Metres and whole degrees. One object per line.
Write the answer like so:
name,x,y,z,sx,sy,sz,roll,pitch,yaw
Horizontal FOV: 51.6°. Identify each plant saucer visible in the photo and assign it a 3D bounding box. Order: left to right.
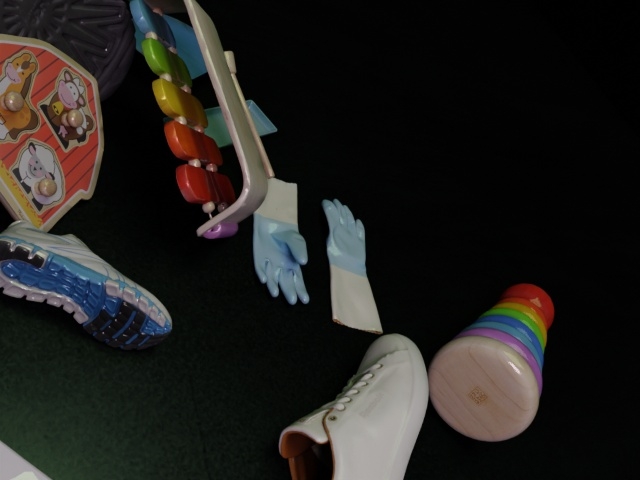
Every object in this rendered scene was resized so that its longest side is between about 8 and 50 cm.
plant saucer,-0.142,-0.162,0.955,0.067,0.018,0.192,50,37,9

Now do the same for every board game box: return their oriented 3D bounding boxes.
board game box,-0.224,-0.281,0.985,0.133,0.033,0.169,36,32,-1

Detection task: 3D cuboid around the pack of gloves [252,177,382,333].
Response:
pack of gloves,0.000,0.000,0.904,0.195,0.046,0.232,18,44,-28

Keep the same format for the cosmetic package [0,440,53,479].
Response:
cosmetic package,-0.233,0.237,0.310,0.138,0.224,0.225,39,37,-6

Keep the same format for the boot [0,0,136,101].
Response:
boot,-0.461,-0.356,0.747,0.445,0.146,0.367,35,0,18

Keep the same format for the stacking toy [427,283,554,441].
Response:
stacking toy,0.272,0.148,0.950,0.141,0.141,0.330,50,32,8

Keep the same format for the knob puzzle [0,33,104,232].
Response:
knob puzzle,-0.281,-0.124,0.687,0.213,0.029,0.213,-5,90,-66

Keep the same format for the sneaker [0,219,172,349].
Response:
sneaker,-0.226,0.036,0.648,0.190,0.071,0.083,34,23,-20

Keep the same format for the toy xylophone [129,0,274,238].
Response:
toy xylophone,-0.138,-0.157,0.806,0.236,0.081,0.323,34,38,-80

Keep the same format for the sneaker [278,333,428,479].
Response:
sneaker,0.033,0.189,0.698,0.123,0.106,0.290,37,39,-12
